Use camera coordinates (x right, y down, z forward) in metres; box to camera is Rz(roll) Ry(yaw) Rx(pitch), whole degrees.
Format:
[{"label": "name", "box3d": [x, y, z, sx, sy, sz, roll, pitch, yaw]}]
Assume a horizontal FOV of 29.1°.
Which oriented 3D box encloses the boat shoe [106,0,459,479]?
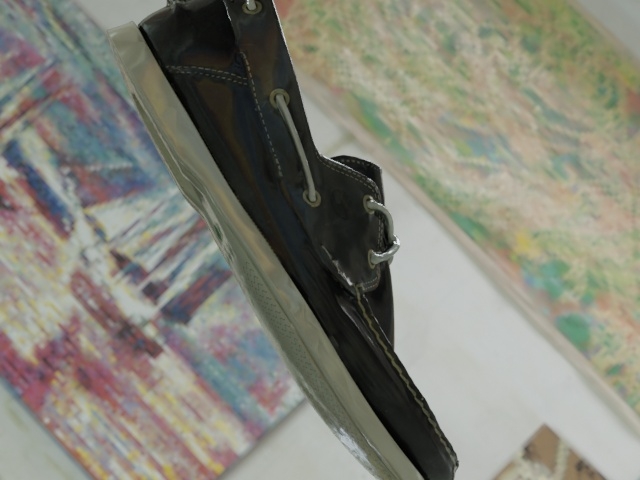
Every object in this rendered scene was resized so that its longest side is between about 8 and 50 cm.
[{"label": "boat shoe", "box3d": [0.000, 0.000, 0.502, 0.079, 0.233, 0.084, -29, -2, -13]}]
